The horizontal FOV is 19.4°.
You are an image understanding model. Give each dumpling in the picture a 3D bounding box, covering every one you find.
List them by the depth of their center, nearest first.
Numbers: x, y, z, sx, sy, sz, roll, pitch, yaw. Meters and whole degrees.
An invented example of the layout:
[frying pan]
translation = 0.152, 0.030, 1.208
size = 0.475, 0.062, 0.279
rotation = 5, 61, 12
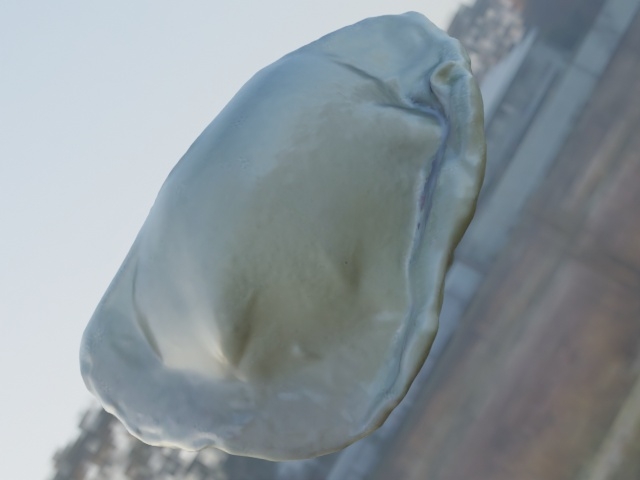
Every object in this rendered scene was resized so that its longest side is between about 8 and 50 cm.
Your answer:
[dumpling]
translation = 0.000, 0.000, 0.809
size = 0.229, 0.151, 0.124
rotation = -56, -36, -5
